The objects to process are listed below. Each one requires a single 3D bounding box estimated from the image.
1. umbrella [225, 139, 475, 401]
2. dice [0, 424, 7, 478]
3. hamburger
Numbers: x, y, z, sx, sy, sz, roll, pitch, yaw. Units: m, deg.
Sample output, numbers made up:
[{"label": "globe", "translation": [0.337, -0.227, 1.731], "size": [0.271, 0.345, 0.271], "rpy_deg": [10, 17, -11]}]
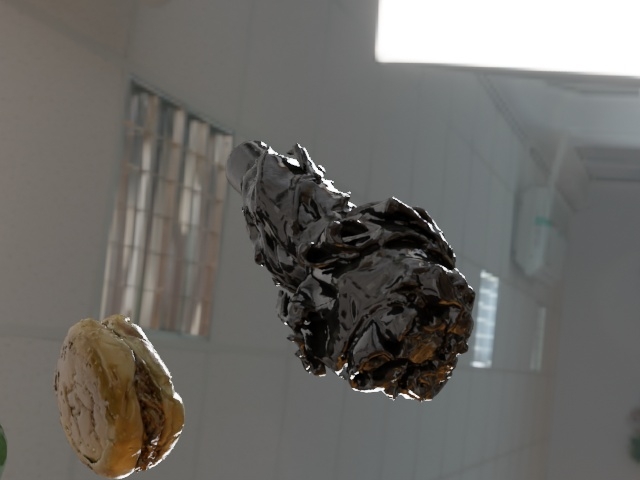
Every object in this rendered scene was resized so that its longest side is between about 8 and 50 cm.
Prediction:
[{"label": "umbrella", "translation": [0.005, -0.009, 0.868], "size": [0.128, 0.336, 0.154], "rpy_deg": [13, -57, -38]}, {"label": "dice", "translation": [-0.550, 0.208, 1.074], "size": [0.322, 0.318, 0.330], "rpy_deg": [-47, -56, -12]}, {"label": "hamburger", "translation": [-0.268, 0.205, 1.363], "size": [0.108, 0.214, 0.213], "rpy_deg": [-10, -74, -36]}]
